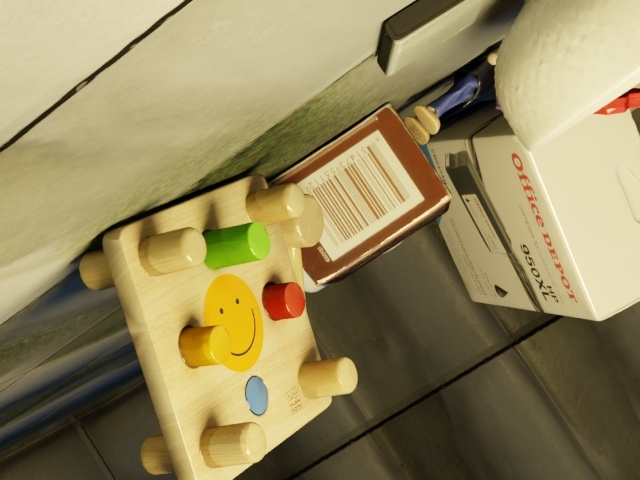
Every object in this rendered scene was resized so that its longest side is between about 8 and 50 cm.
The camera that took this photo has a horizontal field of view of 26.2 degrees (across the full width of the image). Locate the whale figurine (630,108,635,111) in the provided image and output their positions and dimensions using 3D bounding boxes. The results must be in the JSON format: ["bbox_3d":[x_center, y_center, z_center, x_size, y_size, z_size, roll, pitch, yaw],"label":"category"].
[{"bbox_3d":[0.459,-0.298,2.255,0.216,0.141,0.272,-35,-159,32],"label":"whale figurine"}]

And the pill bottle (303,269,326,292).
[{"bbox_3d":[0.000,0.000,2.046,0.221,0.124,0.124,-33,177,16],"label":"pill bottle"}]

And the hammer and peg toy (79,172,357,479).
[{"bbox_3d":[-0.060,0.074,1.348,0.127,0.266,0.361,-13,-173,31],"label":"hammer and peg toy"}]

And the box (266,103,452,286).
[{"bbox_3d":[0.052,-0.049,1.718,0.191,0.143,0.381,-33,175,3],"label":"box"}]

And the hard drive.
[{"bbox_3d":[0.092,-0.180,1.131,0.094,0.022,0.135,-33,177,-2],"label":"hard drive"}]

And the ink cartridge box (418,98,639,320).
[{"bbox_3d":[0.313,-0.055,1.984,0.166,0.285,0.395,-28,-170,-17],"label":"ink cartridge box"}]

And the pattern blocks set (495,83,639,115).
[{"bbox_3d":[0.351,-0.194,1.716,0.325,0.026,0.285,-19,-161,-42],"label":"pattern blocks set"}]

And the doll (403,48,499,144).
[{"bbox_3d":[0.183,-0.189,1.669,0.189,0.046,0.129,-38,178,-22],"label":"doll"}]

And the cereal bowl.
[{"bbox_3d":[0.303,-0.233,1.322,0.339,0.141,0.339,-32,177,-2],"label":"cereal bowl"}]
